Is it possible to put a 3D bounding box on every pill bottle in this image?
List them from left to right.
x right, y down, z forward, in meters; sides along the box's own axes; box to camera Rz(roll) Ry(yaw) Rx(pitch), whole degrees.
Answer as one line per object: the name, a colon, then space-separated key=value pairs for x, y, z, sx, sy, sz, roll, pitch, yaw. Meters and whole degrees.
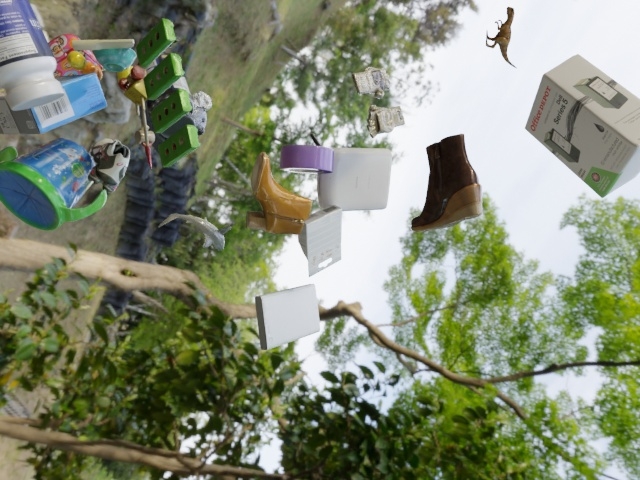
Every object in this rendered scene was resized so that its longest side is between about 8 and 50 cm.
pill bottle: x=-0.715 y=-0.449 z=1.180 sx=0.153 sy=0.153 sz=0.264 roll=-140 pitch=-151 yaw=-72
pill bottle: x=-0.410 y=-0.386 z=1.364 sx=0.122 sy=0.123 sz=0.219 roll=-51 pitch=-126 yaw=49

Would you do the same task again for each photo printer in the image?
photo printer: x=0.130 y=-0.242 z=2.030 sx=0.107 sy=0.308 sz=0.255 roll=30 pitch=-61 yaw=59

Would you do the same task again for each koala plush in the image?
koala plush: x=-0.454 y=-0.397 z=1.657 sx=0.196 sy=0.203 sz=0.221 roll=-50 pitch=173 yaw=38

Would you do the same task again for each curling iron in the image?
curling iron: x=0.037 y=-0.390 z=2.357 sx=0.068 sy=0.274 sz=0.035 roll=-40 pitch=164 yaw=10

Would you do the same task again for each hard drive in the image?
hard drive: x=-0.122 y=0.292 z=1.992 sx=0.040 sy=0.308 sz=0.202 roll=-6 pitch=-89 yaw=40

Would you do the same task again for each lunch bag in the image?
lunch bag: x=-1.088 y=-0.718 z=2.152 sx=0.293 sy=0.120 sz=0.258 roll=-34 pitch=174 yaw=1

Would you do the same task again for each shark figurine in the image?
shark figurine: x=-0.470 y=-0.029 z=1.983 sx=0.166 sy=0.278 sz=0.116 roll=-25 pitch=-138 yaw=42

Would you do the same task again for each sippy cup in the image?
sippy cup: x=-0.808 y=-0.185 z=1.532 sx=0.240 sy=0.305 sz=0.224 roll=-21 pitch=-152 yaw=41

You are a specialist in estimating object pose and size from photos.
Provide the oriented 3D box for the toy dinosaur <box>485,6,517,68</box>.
toy dinosaur: x=0.629 y=-0.689 z=1.758 sx=0.064 sy=0.113 sz=0.211 roll=-65 pitch=152 yaw=-51

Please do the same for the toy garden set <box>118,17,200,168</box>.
toy garden set: x=-0.307 y=-0.260 z=0.982 sx=0.204 sy=0.049 sz=0.244 roll=-18 pitch=-96 yaw=43

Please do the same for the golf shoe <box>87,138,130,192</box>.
golf shoe: x=-0.610 y=-0.247 z=1.512 sx=0.120 sy=0.105 sz=0.272 roll=-46 pitch=-142 yaw=13

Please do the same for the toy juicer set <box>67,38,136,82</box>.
toy juicer set: x=-0.704 y=-0.603 z=1.640 sx=0.329 sy=0.210 sz=0.089 roll=159 pitch=-69 yaw=-70

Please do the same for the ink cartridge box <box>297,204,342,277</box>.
ink cartridge box: x=0.000 y=0.000 z=1.941 sx=0.066 sy=0.189 sz=0.232 roll=30 pitch=-48 yaw=37

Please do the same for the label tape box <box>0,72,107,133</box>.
label tape box: x=-0.830 y=-0.393 z=1.462 sx=0.240 sy=0.334 sz=0.105 roll=-49 pitch=137 yaw=-48

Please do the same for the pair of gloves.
pair of gloves: x=0.202 y=-0.496 z=1.808 sx=0.042 sy=0.239 sz=0.204 roll=-10 pitch=-162 yaw=45

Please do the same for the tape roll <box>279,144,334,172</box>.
tape roll: x=-0.048 y=-0.283 z=1.788 sx=0.189 sy=0.189 sz=0.080 roll=-168 pitch=-100 yaw=-73

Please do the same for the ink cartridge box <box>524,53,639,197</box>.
ink cartridge box: x=0.632 y=-0.267 z=1.191 sx=0.272 sy=0.115 sz=0.198 roll=54 pitch=-11 yaw=28

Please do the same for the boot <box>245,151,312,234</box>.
boot: x=-0.129 y=-0.153 z=1.714 sx=0.104 sy=0.212 sz=0.294 roll=-113 pitch=-149 yaw=-54

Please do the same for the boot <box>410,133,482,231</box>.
boot: x=0.301 y=-0.137 z=1.289 sx=0.248 sy=0.090 sz=0.206 roll=-23 pitch=-102 yaw=58
